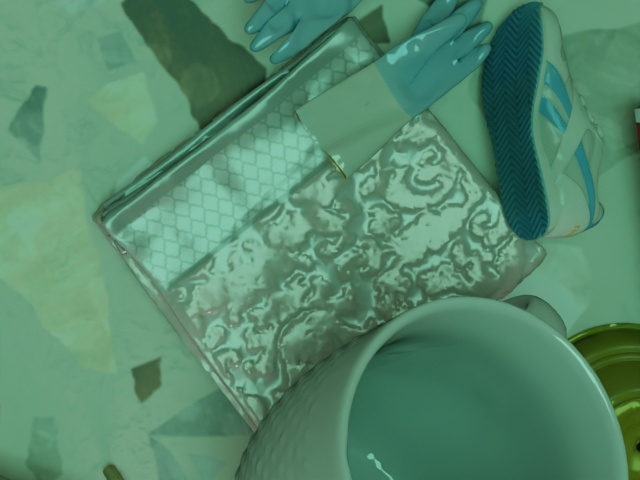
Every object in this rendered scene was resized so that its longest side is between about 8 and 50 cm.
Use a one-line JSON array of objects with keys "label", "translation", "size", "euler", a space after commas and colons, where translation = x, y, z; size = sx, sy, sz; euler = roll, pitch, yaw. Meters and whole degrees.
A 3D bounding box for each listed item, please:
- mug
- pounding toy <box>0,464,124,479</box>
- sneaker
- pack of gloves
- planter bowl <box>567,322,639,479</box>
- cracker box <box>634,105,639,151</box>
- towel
[{"label": "mug", "translation": [0.092, 0.192, 1.754], "size": [0.276, 0.328, 0.374], "euler": [42, 59, -8]}, {"label": "pounding toy", "translation": [-0.256, 0.309, 1.889], "size": [0.269, 0.155, 0.154], "euler": [22, 122, 1]}, {"label": "sneaker", "translation": [0.219, -0.116, 1.890], "size": [0.092, 0.087, 0.228], "euler": [-4, 89, -35]}, {"label": "pack of gloves", "translation": [0.052, -0.204, 1.833], "size": [0.232, 0.046, 0.195], "euler": [-41, 100, -23]}, {"label": "planter bowl", "translation": [0.306, 0.195, 1.924], "size": [0.217, 0.090, 0.217], "euler": [-1, 96, -7]}, {"label": "cracker box", "translation": [0.398, -0.025, 1.880], "size": [0.156, 0.067, 0.232], "euler": [-4, 98, 36]}, {"label": "towel", "translation": [0.000, 0.000, 1.890], "size": [0.332, 0.053, 0.317], "euler": [-38, 99, 0]}]
